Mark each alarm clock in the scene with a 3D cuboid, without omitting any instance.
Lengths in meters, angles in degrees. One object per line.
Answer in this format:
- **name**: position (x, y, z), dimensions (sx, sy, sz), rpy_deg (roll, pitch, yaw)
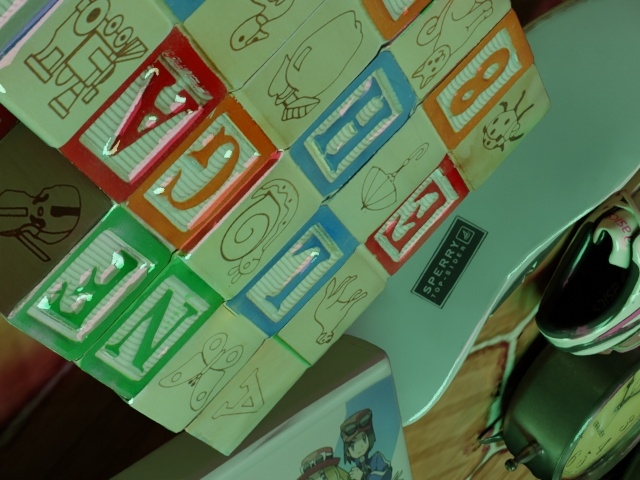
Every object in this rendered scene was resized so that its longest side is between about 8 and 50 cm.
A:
- **alarm clock**: position (0.182, 0.076, 1.093), dimensions (0.192, 0.064, 0.129), rpy_deg (-44, 155, -3)

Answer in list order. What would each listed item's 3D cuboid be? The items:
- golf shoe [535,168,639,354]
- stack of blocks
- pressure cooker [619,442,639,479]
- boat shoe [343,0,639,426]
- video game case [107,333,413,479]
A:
- **golf shoe**: position (0.188, -0.010, 0.970), dimensions (0.186, 0.067, 0.086), rpy_deg (-56, 155, 16)
- **stack of blocks**: position (-0.045, -0.057, 0.506), dimensions (0.171, 0.087, 0.297), rpy_deg (-46, 155, -3)
- **pressure cooker**: position (0.397, 0.232, 1.305), dimensions (0.375, 0.370, 0.420), rpy_deg (-22, 144, -37)
- **boat shoe**: position (0.077, -0.016, 0.785), dimensions (0.228, 0.080, 0.076), rpy_deg (-59, -179, 18)
- **video game case**: position (-0.075, 0.238, 0.700), dimensions (0.329, 0.036, 0.300), rpy_deg (-31, 124, -32)
